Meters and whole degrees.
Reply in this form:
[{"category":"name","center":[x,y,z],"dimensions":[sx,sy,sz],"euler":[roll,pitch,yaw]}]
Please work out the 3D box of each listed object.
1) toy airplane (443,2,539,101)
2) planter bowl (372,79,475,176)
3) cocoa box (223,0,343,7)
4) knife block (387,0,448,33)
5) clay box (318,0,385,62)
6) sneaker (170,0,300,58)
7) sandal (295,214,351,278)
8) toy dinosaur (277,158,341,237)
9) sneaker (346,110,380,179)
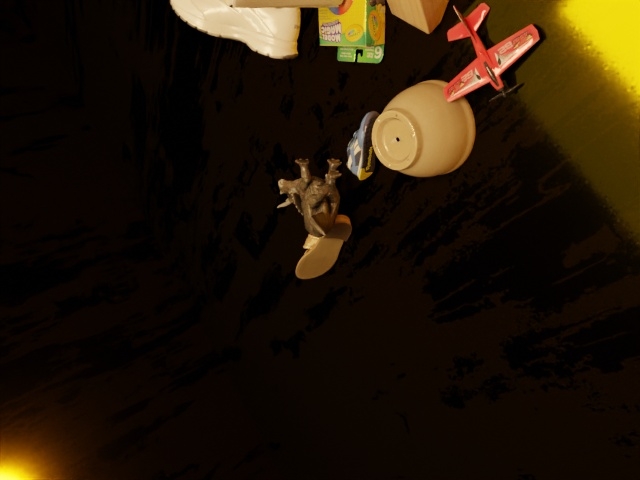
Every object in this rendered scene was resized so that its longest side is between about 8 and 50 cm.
[{"category":"toy airplane","center":[0.232,-0.273,0.646],"dimensions":[0.151,0.028,0.151],"euler":[16,116,36]},{"category":"planter bowl","center":[0.156,-0.176,0.740],"dimensions":[0.162,0.109,0.162],"euler":[32,134,40]},{"category":"cocoa box","center":[-0.052,-0.545,0.604],"dimensions":[0.228,0.232,0.347],"euler":[54,144,18]},{"category":"knife block","center":[0.095,-0.412,0.563],"dimensions":[0.088,0.242,0.275],"euler":[47,142,28]},{"category":"clay box","center":[0.052,-0.430,0.780],"dimensions":[0.127,0.053,0.221],"euler":[26,128,45]},{"category":"sneaker","center":[-0.175,-0.490,0.950],"dimensions":[0.297,0.111,0.129],"euler":[19,117,1]},{"category":"sandal","center":[0.006,0.001,1.103],"dimensions":[0.240,0.088,0.079],"euler":[124,148,-44]},{"category":"toy dinosaur","center":[-0.003,-0.081,0.977],"dimensions":[0.313,0.121,0.160],"euler":[-121,28,-50]},{"category":"sneaker","center":[0.082,-0.192,0.883],"dimensions":[0.059,0.053,0.144],"euler":[43,139,34]}]
